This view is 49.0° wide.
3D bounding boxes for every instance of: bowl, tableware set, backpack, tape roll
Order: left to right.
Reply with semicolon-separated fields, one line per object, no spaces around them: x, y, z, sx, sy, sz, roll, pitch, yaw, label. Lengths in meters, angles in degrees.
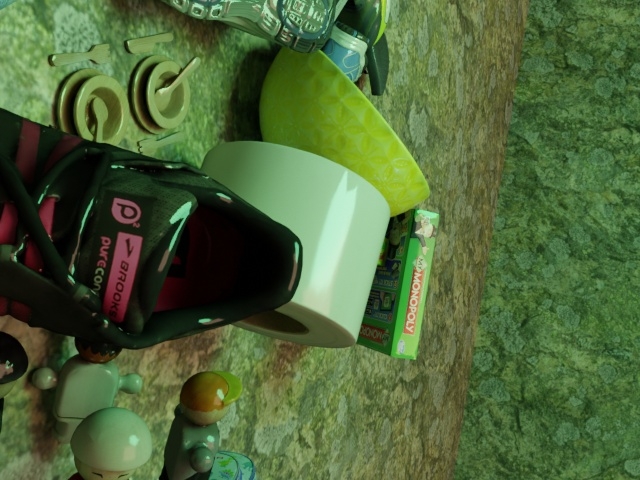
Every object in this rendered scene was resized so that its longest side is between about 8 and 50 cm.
-0.194;-0.144;0.741;0.194;0.039;0.128;-39;132;-56;tableware set
-0.139;0.329;0.929;0.114;0.104;0.084;-51;143;-57;backpack
-0.053;0.013;0.852;0.246;0.246;0.169;51;51;-58;tape roll
0.000;-0.123;0.983;0.156;0.289;0.289;-40;150;2;bowl

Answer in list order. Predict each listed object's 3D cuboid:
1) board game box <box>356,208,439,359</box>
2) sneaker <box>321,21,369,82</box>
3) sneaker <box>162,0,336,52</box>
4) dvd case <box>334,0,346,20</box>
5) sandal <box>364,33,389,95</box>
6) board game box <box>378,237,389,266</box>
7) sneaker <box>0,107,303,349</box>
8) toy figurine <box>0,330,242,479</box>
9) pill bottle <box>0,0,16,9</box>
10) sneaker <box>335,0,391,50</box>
0.078;0.060;1.139;0.046;0.317;0.214;10;88;-21;board game box
0.027;-0.279;1.114;0.081;0.080;0.211;-62;176;2;sneaker
-0.120;-0.287;0.781;0.297;0.129;0.111;16;96;-46;sneaker
-0.029;-0.382;0.934;0.179;0.029;0.238;-58;146;1;dvd case
0.072;-0.382;1.248;0.097;0.054;0.255;-60;139;-53;sandal
0.000;0.000;1.036;0.092;0.181;0.043;20;80;-65;board game box
-0.201;-0.018;0.501;0.482;0.202;0.186;5;89;-47;sneaker
-0.198;0.159;0.617;0.209;0.213;0.148;-14;124;-63;toy figurine
-0.272;-0.194;0.498;0.160;0.087;0.087;-58;146;-43;pill bottle
0.025;-0.427;1.081;0.121;0.111;0.300;-46;134;-35;sneaker
